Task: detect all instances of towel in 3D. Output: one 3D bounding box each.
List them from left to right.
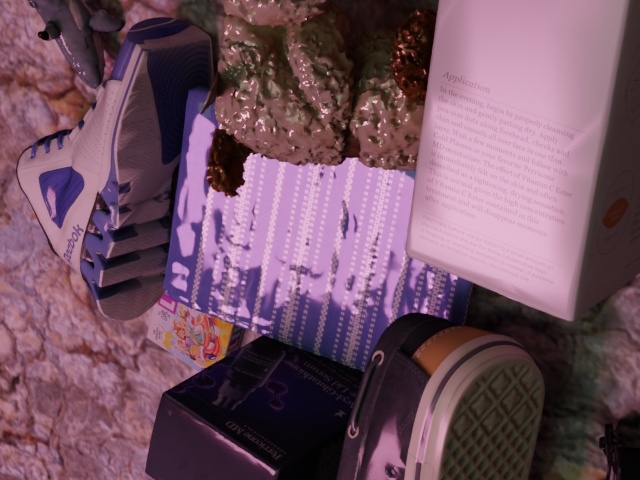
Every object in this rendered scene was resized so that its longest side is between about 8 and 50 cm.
[{"bbox_3d":[0.000,0.000,1.863,0.336,0.040,0.243,20,119,20],"label":"towel"}]

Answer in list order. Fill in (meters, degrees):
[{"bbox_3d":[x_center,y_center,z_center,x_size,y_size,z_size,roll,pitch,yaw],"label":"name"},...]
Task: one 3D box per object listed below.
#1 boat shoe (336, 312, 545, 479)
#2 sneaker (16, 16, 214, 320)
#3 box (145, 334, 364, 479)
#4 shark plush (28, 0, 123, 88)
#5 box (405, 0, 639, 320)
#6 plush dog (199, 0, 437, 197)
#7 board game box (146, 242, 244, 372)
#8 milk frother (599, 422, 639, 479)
[{"bbox_3d":[0.081,0.295,1.817,0.156,0.187,0.500,35,122,44],"label":"boat shoe"},{"bbox_3d":[-0.232,-0.091,1.952,0.182,0.127,0.315,31,118,34],"label":"sneaker"},{"bbox_3d":[-0.048,0.192,1.884,0.153,0.207,0.108,30,125,24],"label":"box"},{"bbox_3d":[-0.266,-0.228,1.928,0.073,0.067,0.161,2,147,29],"label":"shark plush"},{"bbox_3d":[0.212,-0.145,1.537,0.168,0.215,0.345,23,121,29],"label":"box"},{"bbox_3d":[0.026,-0.127,1.674,0.225,0.262,0.210,9,74,8],"label":"plush dog"},{"bbox_3d":[-0.126,0.064,2.009,0.103,0.026,0.154,31,125,24],"label":"board game box"},{"bbox_3d":[0.323,0.214,1.693,0.135,0.143,0.129,2,140,1],"label":"milk frother"}]
